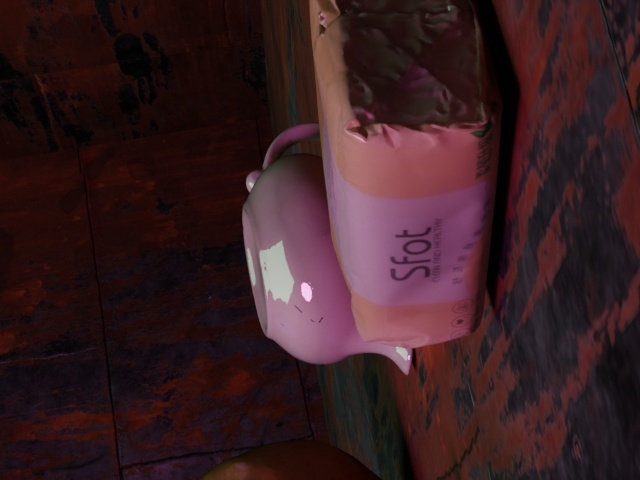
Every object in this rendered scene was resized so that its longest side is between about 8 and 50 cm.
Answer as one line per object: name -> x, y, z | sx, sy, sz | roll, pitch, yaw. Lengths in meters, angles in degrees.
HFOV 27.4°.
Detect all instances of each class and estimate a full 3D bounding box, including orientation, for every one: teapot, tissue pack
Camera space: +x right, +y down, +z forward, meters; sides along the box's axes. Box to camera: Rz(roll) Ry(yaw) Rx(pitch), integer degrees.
teapot -> 0.000, 0.000, 1.312 | 0.208, 0.165, 0.300 | 72, -167, -58
tissue pack -> 0.043, -0.064, 0.753 | 0.222, 0.090, 0.186 | 87, 175, -58

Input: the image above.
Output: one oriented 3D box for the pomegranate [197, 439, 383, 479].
pomegranate -> -0.026, 0.381, 1.410 | 0.338, 0.338, 0.338 | 170, 90, -86
